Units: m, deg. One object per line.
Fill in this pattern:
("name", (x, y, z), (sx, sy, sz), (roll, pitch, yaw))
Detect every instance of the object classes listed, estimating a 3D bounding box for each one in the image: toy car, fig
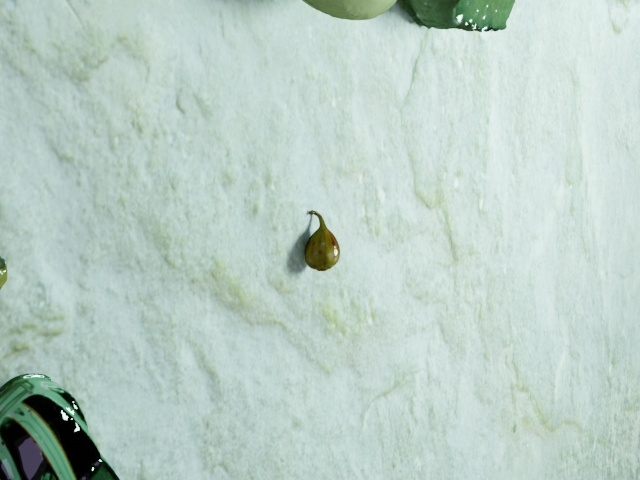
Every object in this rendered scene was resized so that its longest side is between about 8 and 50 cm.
("toy car", (-0.266, 0.281, 1.359), (0.136, 0.125, 0.305), (-47, 139, -38))
("fig", (0.000, 0.000, 1.755), (0.050, 0.050, 0.083), (-6, 87, -57))

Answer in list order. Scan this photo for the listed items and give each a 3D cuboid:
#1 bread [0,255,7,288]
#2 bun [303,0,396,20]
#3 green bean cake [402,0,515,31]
("bread", (-0.357, 0.022, 1.155), (0.103, 0.156, 0.110), (-48, 171, -28))
("bun", (0.006, -0.356, 1.567), (0.222, 0.127, 0.222), (35, 44, -42))
("green bean cake", (0.208, -0.408, 1.856), (0.222, 0.125, 0.227), (-10, 111, -59))
